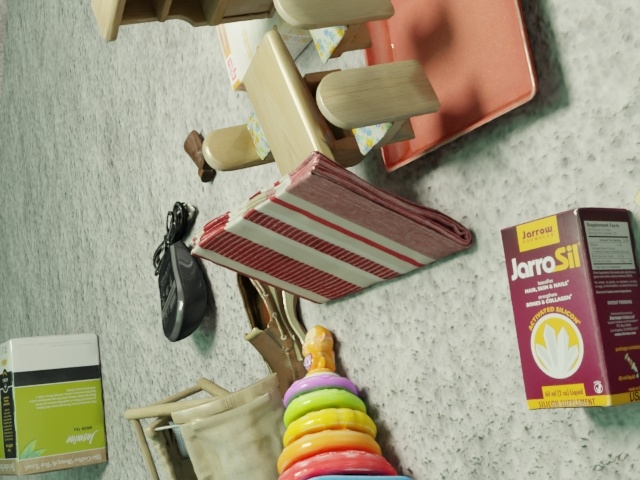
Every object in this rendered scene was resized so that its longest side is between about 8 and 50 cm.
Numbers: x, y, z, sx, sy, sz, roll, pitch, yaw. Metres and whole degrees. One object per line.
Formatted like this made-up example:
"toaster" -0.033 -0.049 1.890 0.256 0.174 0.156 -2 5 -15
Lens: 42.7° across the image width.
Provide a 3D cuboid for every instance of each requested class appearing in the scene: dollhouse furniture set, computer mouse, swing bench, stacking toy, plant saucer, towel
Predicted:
"dollhouse furniture set" -0.103 -0.213 1.056 0.394 0.256 0.362 68 152 14
"computer mouse" -0.260 0.074 1.569 0.188 0.072 0.272 -58 34 40
"swing bench" -0.149 0.353 1.266 0.255 0.165 0.253 -15 95 54
"stacking toy" 0.009 0.246 1.137 0.175 0.166 0.302 117 152 -47
"plant saucer" 0.152 -0.241 0.991 0.258 0.048 0.259 -25 69 52
"towel" 0.000 0.000 1.059 0.329 0.237 0.037 -27 46 52

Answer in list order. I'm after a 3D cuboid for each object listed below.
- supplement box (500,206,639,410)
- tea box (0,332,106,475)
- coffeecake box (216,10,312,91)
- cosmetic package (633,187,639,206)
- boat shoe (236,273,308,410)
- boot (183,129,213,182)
"supplement box" 0.255 0.069 0.815 0.104 0.081 0.188 -20 73 53
"tea box" -0.708 0.418 2.071 0.329 0.220 0.323 -21 73 53
"coffeecake box" -0.089 -0.346 1.314 0.185 0.068 0.142 -37 62 49
"cosmetic package" 0.392 -0.110 0.595 0.160 0.113 0.309 52 131 41
"boat shoe" -0.078 0.153 1.277 0.095 0.095 0.257 -43 57 47
"boot" -0.221 -0.181 1.537 0.106 0.037 0.114 -62 39 31
